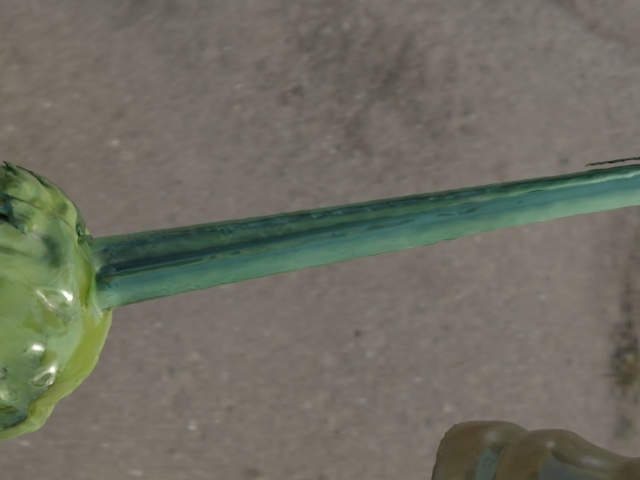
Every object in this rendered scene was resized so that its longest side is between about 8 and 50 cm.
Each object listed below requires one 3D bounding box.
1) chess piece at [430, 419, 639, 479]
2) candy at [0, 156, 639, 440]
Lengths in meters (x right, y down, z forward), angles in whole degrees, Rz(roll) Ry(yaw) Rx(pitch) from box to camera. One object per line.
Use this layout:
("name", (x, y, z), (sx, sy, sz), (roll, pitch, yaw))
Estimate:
("chess piece", (0.200, 0.155, 0.903), (0.137, 0.301, 0.137), (-1, 91, -63))
("candy", (0.000, 0.000, 0.631), (0.336, 0.093, 0.092), (-9, 118, 3))
